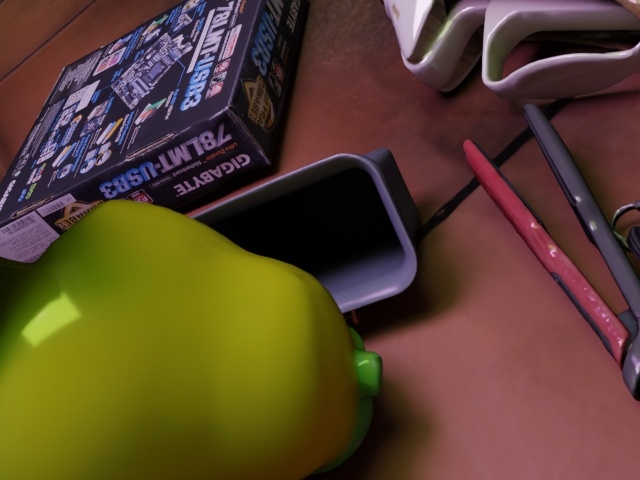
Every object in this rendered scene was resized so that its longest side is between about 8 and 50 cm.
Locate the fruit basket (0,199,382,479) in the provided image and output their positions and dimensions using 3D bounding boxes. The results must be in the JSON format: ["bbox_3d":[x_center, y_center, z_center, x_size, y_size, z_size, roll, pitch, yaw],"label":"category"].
[{"bbox_3d":[-0.174,0.055,0.446,0.392,0.392,0.283,-44,31,-8],"label":"fruit basket"}]

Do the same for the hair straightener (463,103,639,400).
[{"bbox_3d":[0.149,-0.006,0.416,0.089,0.047,0.230,-33,35,9],"label":"hair straightener"}]

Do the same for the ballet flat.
[{"bbox_3d":[0.128,-0.157,0.580,0.342,0.116,0.124,22,85,48],"label":"ballet flat"}]

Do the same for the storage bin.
[{"bbox_3d":[0.000,0.000,0.521,0.135,0.098,0.091,-21,10,24],"label":"storage bin"}]

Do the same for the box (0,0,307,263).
[{"bbox_3d":[-0.163,-0.128,0.822,0.293,0.073,0.295,-21,38,23],"label":"box"}]
